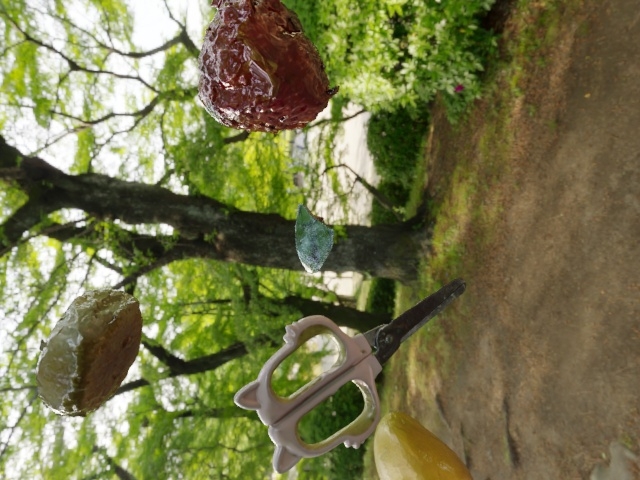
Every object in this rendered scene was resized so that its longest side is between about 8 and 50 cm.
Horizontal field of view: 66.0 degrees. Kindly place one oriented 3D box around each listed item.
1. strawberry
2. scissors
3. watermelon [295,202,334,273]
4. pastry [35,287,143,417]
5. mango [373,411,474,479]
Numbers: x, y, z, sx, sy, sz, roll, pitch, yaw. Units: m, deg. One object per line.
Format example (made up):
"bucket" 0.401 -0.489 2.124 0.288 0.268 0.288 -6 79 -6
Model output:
"strawberry" -0.110 -0.297 0.860 0.274 0.221 0.274 53 -170 -14
"scissors" 0.058 0.130 0.574 0.160 0.318 0.024 61 158 -3
"watermelon" -0.007 0.005 1.122 0.080 0.101 0.155 7 -81 -56
"pastry" -0.362 0.175 0.779 0.182 0.093 0.192 -60 -11 -65
"mango" 0.190 0.428 0.931 0.317 0.177 0.119 -125 52 -68
